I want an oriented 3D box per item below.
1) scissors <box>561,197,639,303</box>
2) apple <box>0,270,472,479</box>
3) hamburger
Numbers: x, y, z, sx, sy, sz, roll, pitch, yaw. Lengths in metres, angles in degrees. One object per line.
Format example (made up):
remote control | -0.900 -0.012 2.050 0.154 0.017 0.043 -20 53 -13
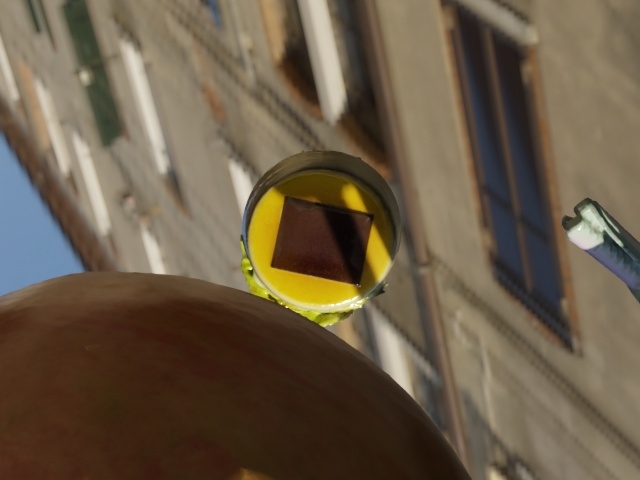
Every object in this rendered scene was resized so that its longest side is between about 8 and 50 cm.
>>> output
scissors | 0.225 0.031 1.179 0.030 0.256 0.125 -36 -127 17
apple | -0.077 0.194 0.893 0.364 0.364 0.364 -10 -150 6
hamburger | 0.000 0.000 1.371 0.127 0.141 0.081 -5 -171 0
